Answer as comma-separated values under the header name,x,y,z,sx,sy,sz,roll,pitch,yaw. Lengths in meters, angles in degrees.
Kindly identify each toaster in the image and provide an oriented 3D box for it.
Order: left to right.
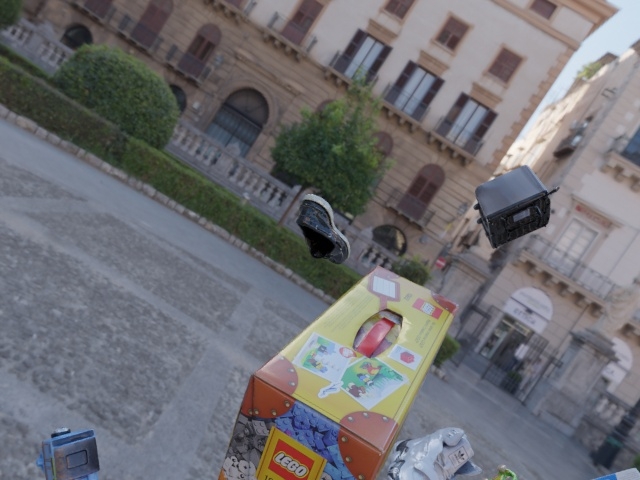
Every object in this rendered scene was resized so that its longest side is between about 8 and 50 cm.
name,x,y,z,sx,sy,sz,roll,pitch,yaw
toaster,0.487,-0.084,1.296,0.168,0.186,0.110,50,17,-55

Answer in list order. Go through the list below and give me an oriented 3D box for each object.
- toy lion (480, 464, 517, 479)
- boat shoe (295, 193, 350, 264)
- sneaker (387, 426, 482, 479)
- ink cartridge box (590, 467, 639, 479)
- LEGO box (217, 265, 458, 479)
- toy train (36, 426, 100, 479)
name,x,y,z,sx,sy,sz,roll,pitch,yaw
toy lion,0.471,0.638,1.335,0.034,0.100,0.096,64,-18,-9
boat shoe,0.004,0.001,1.607,0.127,0.113,0.340,16,-27,22
sneaker,0.293,0.588,1.316,0.137,0.210,0.366,65,10,3
ink cartridge box,0.620,0.573,0.985,0.134,0.078,0.231,-2,42,-22
LEGO box,0.040,0.304,0.892,0.193,0.372,0.500,26,23,17
toy train,-0.374,0.375,0.773,0.080,0.184,0.105,-3,-15,-40
